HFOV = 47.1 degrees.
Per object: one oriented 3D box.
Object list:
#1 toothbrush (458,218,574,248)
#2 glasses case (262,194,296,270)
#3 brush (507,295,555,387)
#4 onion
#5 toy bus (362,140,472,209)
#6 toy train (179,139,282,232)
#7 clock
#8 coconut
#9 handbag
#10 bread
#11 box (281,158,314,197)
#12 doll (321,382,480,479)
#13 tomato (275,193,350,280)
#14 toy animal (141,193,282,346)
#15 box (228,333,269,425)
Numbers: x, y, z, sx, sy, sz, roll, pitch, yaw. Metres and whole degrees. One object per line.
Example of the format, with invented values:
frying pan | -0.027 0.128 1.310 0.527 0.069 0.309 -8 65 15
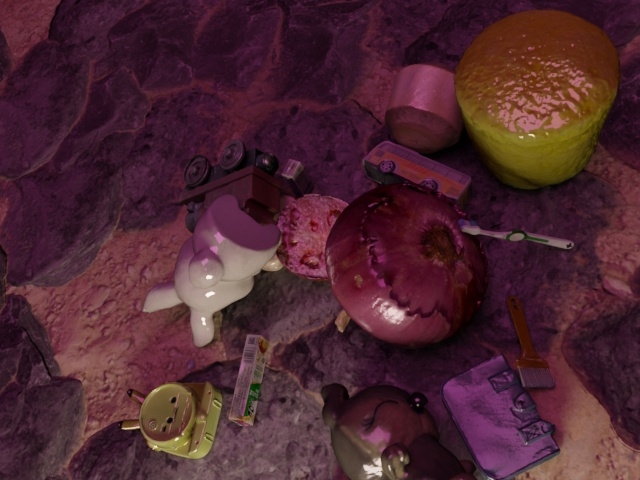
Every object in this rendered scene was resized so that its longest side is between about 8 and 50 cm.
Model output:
toothbrush | 0.422 -0.008 1.563 0.304 0.030 0.030 10 59 -24
glasses case | -0.109 -0.019 1.834 0.083 0.050 0.196 9 68 19
brush | 0.430 0.210 1.545 0.082 0.010 0.218 7 52 -22
onion | 0.173 0.050 1.571 0.358 0.358 0.345 -57 20 -14
toy bus | 0.233 -0.152 1.771 0.268 0.092 0.106 28 67 28
toy train | -0.232 -0.112 1.839 0.304 0.150 0.221 -17 61 36
clock | -0.348 0.402 1.685 0.232 0.069 0.170 1 65 19
coconut | 0.265 -0.333 1.788 0.202 0.202 0.222 13 73 23
handbag | 0.361 0.356 1.483 0.179 0.062 0.229 -27 59 3
bread | 0.480 -0.308 1.638 0.348 0.308 0.348 -7 64 14
box | -0.056 -0.153 1.846 0.036 0.117 0.050 17 68 27
doll | 0.099 0.460 1.410 0.378 0.252 0.382 -48 47 -2
tomato | -0.002 0.002 1.758 0.225 0.085 0.225 0 67 0
toy animal | -0.260 0.083 1.686 0.196 0.367 0.241 40 40 1
box | -0.163 0.317 1.681 0.041 0.050 0.207 0 64 22
